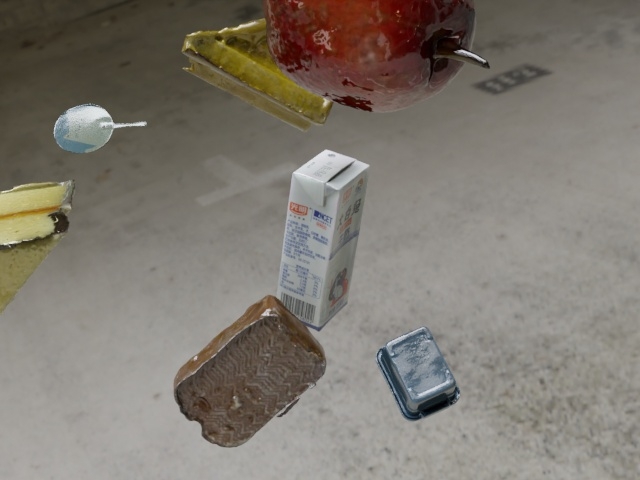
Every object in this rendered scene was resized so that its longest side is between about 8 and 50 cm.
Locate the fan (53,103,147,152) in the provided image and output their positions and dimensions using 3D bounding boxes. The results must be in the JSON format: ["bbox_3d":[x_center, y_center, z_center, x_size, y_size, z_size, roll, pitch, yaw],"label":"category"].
[{"bbox_3d":[-0.415,-0.214,1.971,0.175,0.005,0.113,-4,61,-2],"label":"fan"}]

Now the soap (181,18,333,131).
[{"bbox_3d":[-0.095,-0.436,2.180,0.169,0.338,0.304,-12,54,68],"label":"soap"}]

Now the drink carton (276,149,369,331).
[{"bbox_3d":[0.000,0.000,1.945,0.106,0.315,0.130,20,33,20],"label":"drink carton"}]

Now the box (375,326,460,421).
[{"bbox_3d":[0.114,0.150,1.203,0.074,0.054,0.099,-22,68,-11],"label":"box"}]

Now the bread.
[{"bbox_3d":[-0.626,-0.025,1.745,0.242,0.405,0.346,-59,29,11],"label":"bread"}]

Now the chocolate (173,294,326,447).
[{"bbox_3d":[-0.107,0.194,1.548,0.214,0.148,0.093,-38,17,9],"label":"chocolate"}]

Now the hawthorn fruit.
[{"bbox_3d":[0.087,-0.309,1.430,0.284,0.285,0.369,-32,51,-27],"label":"hawthorn fruit"}]
